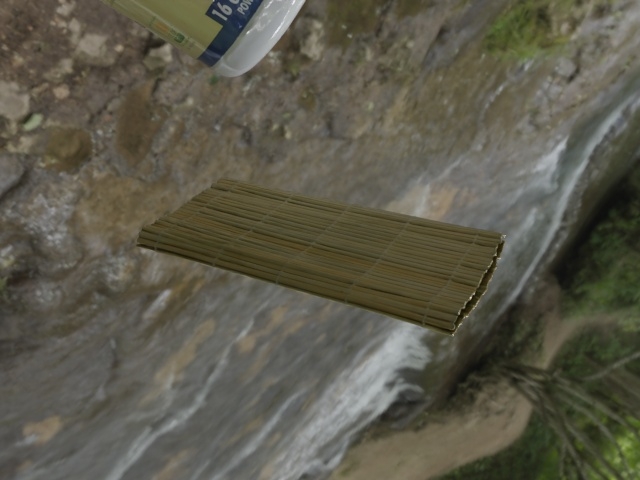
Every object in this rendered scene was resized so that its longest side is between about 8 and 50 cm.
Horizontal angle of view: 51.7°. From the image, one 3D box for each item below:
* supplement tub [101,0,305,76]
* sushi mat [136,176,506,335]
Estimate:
[{"bbox_3d":[-0.152,-0.317,0.576,0.228,0.316,0.228,-47,-153,32],"label":"supplement tub"},{"bbox_3d":[0.000,0.000,0.615,0.151,0.317,0.019,-45,142,-50],"label":"sushi mat"}]
